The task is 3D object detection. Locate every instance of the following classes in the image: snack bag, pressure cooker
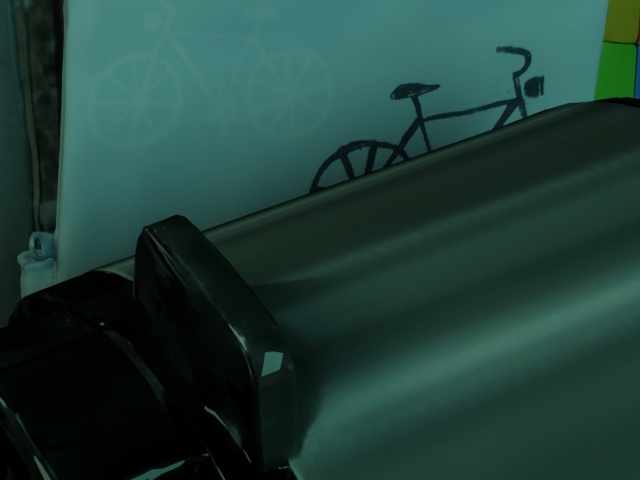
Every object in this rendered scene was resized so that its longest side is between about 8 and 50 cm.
[{"bbox_3d":[0.000,0.000,0.902,0.323,0.037,0.342,-7,113,-29],"label":"snack bag"},{"bbox_3d":[0.022,0.163,0.741,0.420,0.375,0.369,-19,89,-23],"label":"pressure cooker"}]

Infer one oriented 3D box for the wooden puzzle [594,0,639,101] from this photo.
[{"bbox_3d":[0.101,-0.180,0.975,0.322,0.080,0.347,-1,93,-30],"label":"wooden puzzle"}]
